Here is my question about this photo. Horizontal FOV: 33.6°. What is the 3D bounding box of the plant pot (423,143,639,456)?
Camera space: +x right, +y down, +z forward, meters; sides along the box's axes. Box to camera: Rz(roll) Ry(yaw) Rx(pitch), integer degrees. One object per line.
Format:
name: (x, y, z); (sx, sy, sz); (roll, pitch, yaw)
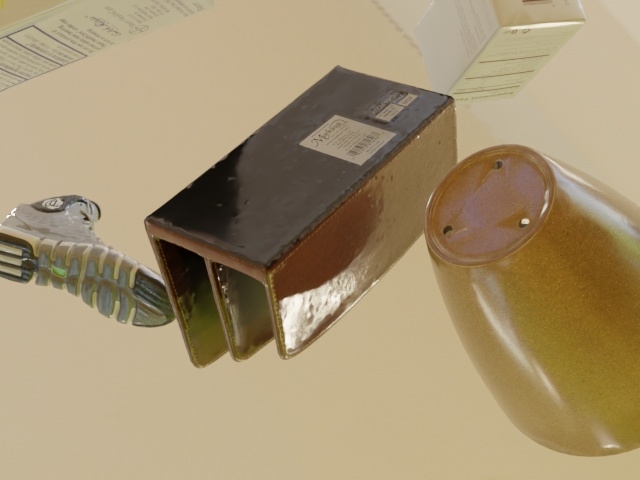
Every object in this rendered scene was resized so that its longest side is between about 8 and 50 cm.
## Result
plant pot: (0.201, 0.033, 0.935); (0.254, 0.237, 0.237); (42, -104, -41)

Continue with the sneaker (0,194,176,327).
sneaker: (-0.247, 0.006, 1.180); (0.229, 0.086, 0.132); (21, -144, -1)

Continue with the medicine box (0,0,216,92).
medicine box: (-0.294, -0.336, 1.121); (0.289, 0.149, 0.263); (-19, -98, 10)

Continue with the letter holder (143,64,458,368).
letter holder: (0.000, 0.000, 1.072); (0.152, 0.214, 0.302); (21, -132, 33)

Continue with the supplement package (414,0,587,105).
supplement package: (0.189, -0.233, 1.151); (0.105, 0.179, 0.105); (-9, -106, -19)
